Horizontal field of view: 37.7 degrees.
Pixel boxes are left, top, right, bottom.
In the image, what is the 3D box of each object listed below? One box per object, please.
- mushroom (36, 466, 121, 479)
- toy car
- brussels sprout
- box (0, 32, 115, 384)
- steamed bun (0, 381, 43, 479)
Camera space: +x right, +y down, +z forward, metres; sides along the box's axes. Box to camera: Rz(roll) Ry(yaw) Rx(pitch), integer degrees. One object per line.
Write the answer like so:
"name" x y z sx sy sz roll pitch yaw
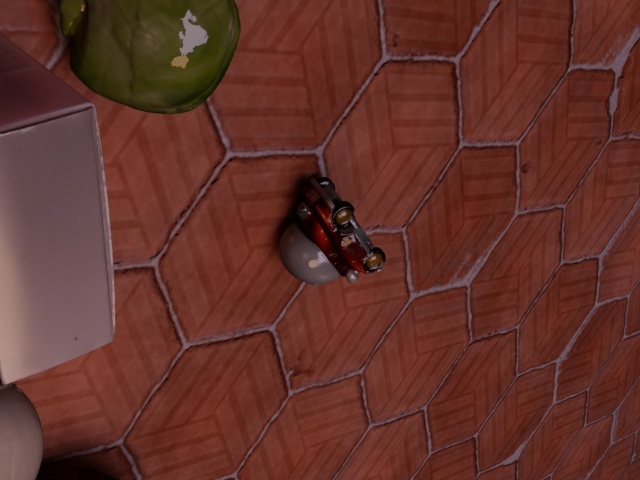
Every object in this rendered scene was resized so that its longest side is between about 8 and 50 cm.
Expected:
"mushroom" -0.335 0.426 1.067 0.345 0.260 0.345 1 88 -48
"toy car" 0.000 0.000 1.171 0.112 0.112 0.139 -36 131 1
"brussels sprout" -0.143 -0.199 0.833 0.131 0.145 0.183 -47 158 -57
"box" -0.261 -0.049 0.716 0.106 0.252 0.203 -23 133 -35
"steamed bun" -0.364 0.226 0.863 0.228 0.130 0.177 -23 175 -14
